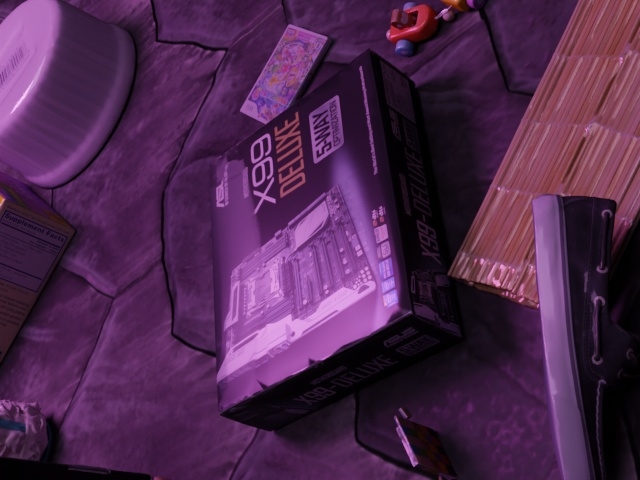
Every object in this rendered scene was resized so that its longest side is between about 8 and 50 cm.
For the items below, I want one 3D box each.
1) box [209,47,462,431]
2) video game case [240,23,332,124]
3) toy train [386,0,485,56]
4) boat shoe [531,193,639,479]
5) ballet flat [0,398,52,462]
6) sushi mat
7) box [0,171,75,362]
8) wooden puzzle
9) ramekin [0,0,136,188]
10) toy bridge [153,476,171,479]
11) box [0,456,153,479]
[{"bbox_3d":[0.000,0.000,1.008,0.242,0.076,0.307,-31,49,32],"label":"box"},{"bbox_3d":[-0.042,-0.194,1.215,0.087,0.011,0.122,32,93,50],"label":"video game case"},{"bbox_3d":[0.118,-0.279,1.067,0.125,0.046,0.166,-3,67,46],"label":"toy train"},{"bbox_3d":[0.202,0.074,0.758,0.076,0.080,0.228,-5,70,10],"label":"boat shoe"},{"bbox_3d":[-0.517,0.305,1.325,0.409,0.147,0.147,-35,47,25],"label":"ballet flat"},{"bbox_3d":[0.229,-0.089,0.860,0.151,0.019,0.316,24,87,50],"label":"sushi mat"},{"bbox_3d":[-0.496,0.032,1.486,0.213,0.117,0.243,33,93,50],"label":"box"},{"bbox_3d":[0.085,0.170,0.841,0.006,0.049,0.083,-47,42,20],"label":"wooden puzzle"},{"bbox_3d":[-0.414,-0.229,1.535,0.277,0.135,0.277,-24,53,36],"label":"ramekin"},{"bbox_3d":[-0.127,0.298,1.011,0.188,0.026,0.063,22,86,51],"label":"toy bridge"},{"bbox_3d":[-0.291,0.365,0.950,0.079,0.257,0.322,-38,47,49],"label":"box"}]
